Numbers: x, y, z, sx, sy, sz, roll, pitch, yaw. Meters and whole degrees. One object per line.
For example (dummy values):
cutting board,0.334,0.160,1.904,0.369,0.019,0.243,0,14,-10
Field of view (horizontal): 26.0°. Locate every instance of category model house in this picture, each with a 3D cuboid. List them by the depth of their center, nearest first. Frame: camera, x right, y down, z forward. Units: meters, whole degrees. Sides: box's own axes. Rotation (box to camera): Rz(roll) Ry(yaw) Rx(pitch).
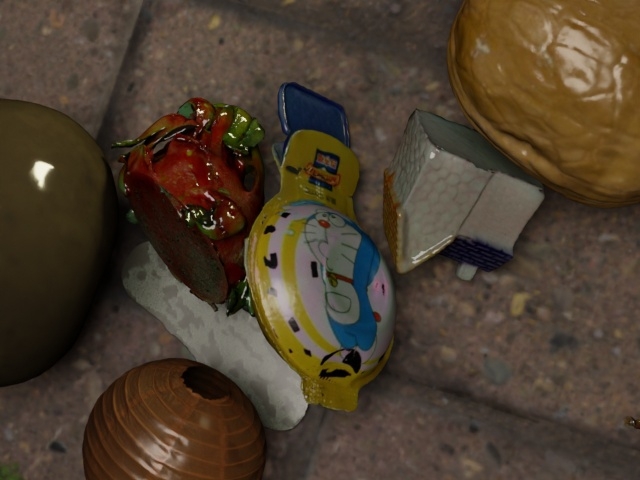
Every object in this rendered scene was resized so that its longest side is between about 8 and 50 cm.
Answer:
model house,0.097,-0.027,1.018,0.100,0.088,0.100,19,112,-16

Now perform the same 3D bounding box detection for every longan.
longan,-0.252,0.000,1.033,0.196,0.196,0.220,23,100,15

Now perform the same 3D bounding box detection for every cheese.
cheese,0.000,0.000,1.008,0.064,0.156,0.250,-24,61,37

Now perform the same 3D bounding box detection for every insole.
insole,-0.082,0.073,1.076,0.193,0.006,0.065,42,92,16

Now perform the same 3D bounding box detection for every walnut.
walnut,0.181,-0.116,0.962,0.197,0.165,0.165,33,90,14

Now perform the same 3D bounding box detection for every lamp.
lamp,-0.105,0.152,1.004,0.136,0.136,0.136,-2,81,13

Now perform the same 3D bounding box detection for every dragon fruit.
dragon fruit,-0.089,-0.037,1.035,0.142,0.138,0.175,33,64,-23

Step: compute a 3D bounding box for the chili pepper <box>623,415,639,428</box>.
chili pepper,0.291,0.020,0.975,0.059,0.050,0.268,30,88,-5
